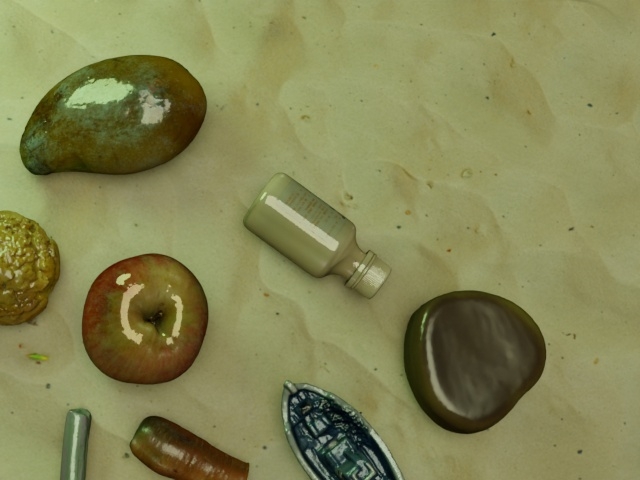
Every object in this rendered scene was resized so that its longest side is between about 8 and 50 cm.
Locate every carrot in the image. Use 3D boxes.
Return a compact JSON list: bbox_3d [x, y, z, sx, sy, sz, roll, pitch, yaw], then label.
[{"bbox_3d":[-0.206,0.347,1.780,0.193,0.087,0.087,28,76,-3],"label":"carrot"}]

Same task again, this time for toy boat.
[{"bbox_3d":[0.040,0.345,1.793,0.129,0.142,0.309,-39,88,-12],"label":"toy boat"}]

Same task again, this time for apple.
[{"bbox_3d":[-0.275,0.127,1.772,0.209,0.164,0.209,2,85,-20],"label":"apple"}]

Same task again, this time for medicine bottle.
[{"bbox_3d":[0.000,0.000,1.865,0.252,0.114,0.114,36,76,-1],"label":"medicine bottle"}]

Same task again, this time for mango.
[{"bbox_3d":[-0.340,-0.196,1.837,0.316,0.146,0.193,-18,82,2],"label":"mango"}]

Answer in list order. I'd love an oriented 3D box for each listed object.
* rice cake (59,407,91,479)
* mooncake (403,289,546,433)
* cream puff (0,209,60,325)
[{"bbox_3d":[-0.384,0.370,1.748,0.042,0.080,0.222,4,78,-6],"label":"rice cake"},{"bbox_3d":[0.242,0.192,1.868,0.235,0.117,0.235,2,77,-8],"label":"mooncake"},{"bbox_3d":[-0.502,0.043,1.766,0.189,0.129,0.189,2,76,-8],"label":"cream puff"}]
